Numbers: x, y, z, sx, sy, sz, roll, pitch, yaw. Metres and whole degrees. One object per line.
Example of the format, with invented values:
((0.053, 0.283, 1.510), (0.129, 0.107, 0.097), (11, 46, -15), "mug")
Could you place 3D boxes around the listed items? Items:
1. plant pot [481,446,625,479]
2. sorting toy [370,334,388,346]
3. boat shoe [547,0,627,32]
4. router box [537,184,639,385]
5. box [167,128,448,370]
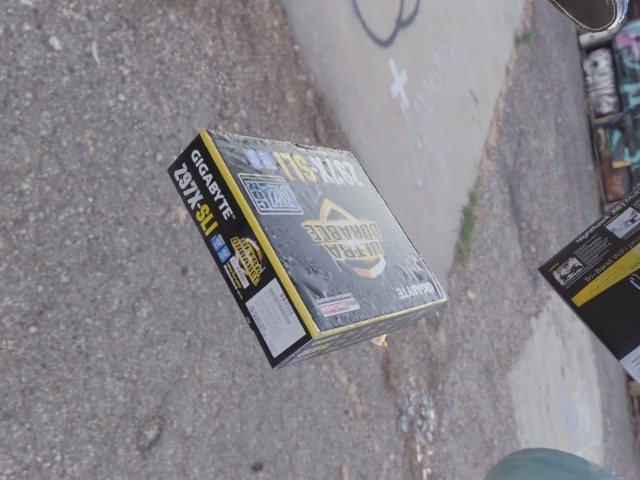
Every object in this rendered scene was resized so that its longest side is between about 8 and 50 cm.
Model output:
((0.215, 0.386, 0.661), (0.196, 0.293, 0.293), (-20, 98, -33), "plant pot")
((0.107, 0.141, 1.172), (0.045, 0.083, 0.075), (29, 90, -21), "sorting toy")
((0.204, -0.252, 0.597), (0.183, 0.066, 0.066), (43, 49, -12), "boat shoe")
((0.455, 0.012, 0.828), (0.081, 0.309, 0.243), (43, 14, -19), "router box")
((0.000, 0.000, 0.808), (0.322, 0.079, 0.257), (-3, 56, -56), "box")
